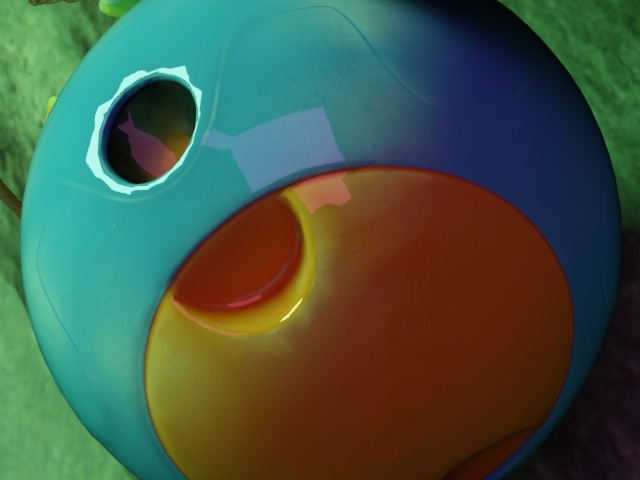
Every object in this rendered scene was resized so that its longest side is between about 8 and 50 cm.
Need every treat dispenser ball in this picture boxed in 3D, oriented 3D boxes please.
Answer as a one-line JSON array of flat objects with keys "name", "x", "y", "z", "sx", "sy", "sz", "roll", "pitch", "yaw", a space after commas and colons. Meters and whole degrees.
[{"name": "treat dispenser ball", "x": 0.000, "y": 0.000, "z": 0.618, "sx": 0.288, "sy": 0.288, "sz": 0.288, "roll": -5, "pitch": 62, "yaw": 10}]

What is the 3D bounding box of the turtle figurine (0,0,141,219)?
[{"name": "turtle figurine", "x": -0.089, "y": -0.109, "z": 0.749, "sx": 0.087, "sy": 0.269, "sz": 0.217, "roll": 41, "pitch": 57, "yaw": 11}]
